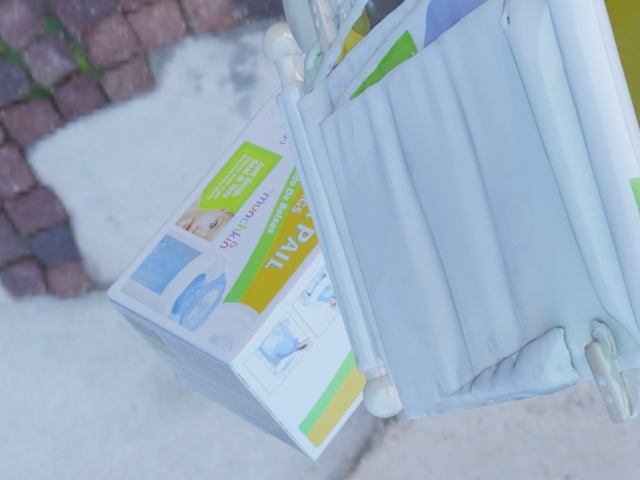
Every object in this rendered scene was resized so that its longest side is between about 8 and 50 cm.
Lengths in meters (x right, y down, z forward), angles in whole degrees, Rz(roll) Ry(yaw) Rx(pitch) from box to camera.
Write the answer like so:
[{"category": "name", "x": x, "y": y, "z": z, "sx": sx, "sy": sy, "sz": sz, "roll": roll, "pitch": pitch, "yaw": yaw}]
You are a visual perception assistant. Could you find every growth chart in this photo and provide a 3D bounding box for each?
[{"category": "growth chart", "x": 0.036, "y": -0.021, "z": 0.524, "sx": 0.021, "sy": 0.237, "sz": 0.172, "roll": -12, "pitch": 89, "yaw": -20}]

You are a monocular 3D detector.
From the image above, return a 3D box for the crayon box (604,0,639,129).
[{"category": "crayon box", "x": 0.226, "y": -0.139, "z": 0.631, "sx": 0.323, "sy": 0.083, "sz": 0.203, "roll": -30, "pitch": 163, "yaw": -22}]

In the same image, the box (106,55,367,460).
[{"category": "box", "x": 0.000, "y": 0.000, "z": 0.961, "sx": 0.203, "sy": 0.114, "sz": 0.103, "roll": -52, "pitch": 137, "yaw": -15}]
